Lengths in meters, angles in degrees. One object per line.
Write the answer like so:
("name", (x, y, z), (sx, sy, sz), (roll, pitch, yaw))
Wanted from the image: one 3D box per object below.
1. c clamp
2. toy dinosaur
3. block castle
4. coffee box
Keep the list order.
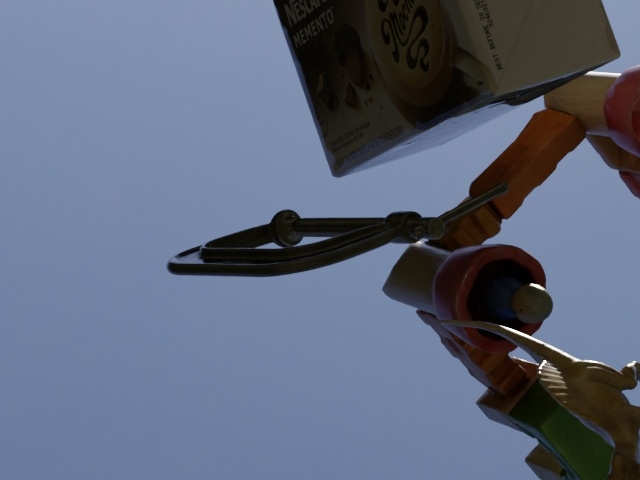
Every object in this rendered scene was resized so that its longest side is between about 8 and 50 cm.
("c clamp", (0.000, 0.000, 1.057), (0.161, 0.022, 0.137), (-2, -163, 47))
("toy dinosaur", (0.147, 0.082, 1.069), (0.053, 0.092, 0.183), (-60, -140, 18))
("block castle", (0.300, 0.093, 1.644), (0.303, 0.453, 0.213), (-46, -155, -14))
("coffee box", (0.087, -0.168, 1.516), (0.119, 0.297, 0.168), (-18, -92, -24))
